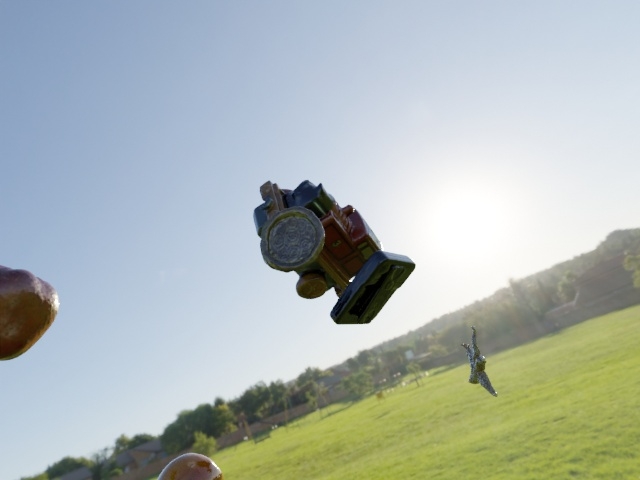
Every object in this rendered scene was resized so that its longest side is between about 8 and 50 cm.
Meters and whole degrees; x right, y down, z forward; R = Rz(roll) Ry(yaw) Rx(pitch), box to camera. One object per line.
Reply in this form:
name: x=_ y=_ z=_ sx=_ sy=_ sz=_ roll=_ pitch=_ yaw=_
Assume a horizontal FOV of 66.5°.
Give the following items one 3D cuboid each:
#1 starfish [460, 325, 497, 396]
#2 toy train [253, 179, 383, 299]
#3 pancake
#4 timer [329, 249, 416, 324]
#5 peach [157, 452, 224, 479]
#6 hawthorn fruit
starfish: x=0.183 y=0.150 z=0.565 sx=0.016 sy=0.092 sz=0.086 roll=-13 pitch=-57 yaw=-2
toy train: x=0.000 y=0.000 z=1.160 sx=0.232 sy=0.163 sz=0.369 roll=-33 pitch=-48 yaw=9
pancake: x=-0.048 y=-0.003 z=0.790 sx=0.115 sy=0.114 sz=0.011 roll=-24 pitch=-25 yaw=1
timer: x=0.117 y=0.110 z=1.050 sx=0.144 sy=0.055 sz=0.187 roll=10 pitch=-60 yaw=-50
peach: x=-0.249 y=0.476 z=0.917 sx=0.138 sy=0.138 sz=0.138 roll=-22 pitch=-16 yaw=-7
hawthorn fruit: x=-0.563 y=0.147 z=0.847 sx=0.163 sy=0.203 sz=0.162 roll=8 pitch=-28 yaw=4
